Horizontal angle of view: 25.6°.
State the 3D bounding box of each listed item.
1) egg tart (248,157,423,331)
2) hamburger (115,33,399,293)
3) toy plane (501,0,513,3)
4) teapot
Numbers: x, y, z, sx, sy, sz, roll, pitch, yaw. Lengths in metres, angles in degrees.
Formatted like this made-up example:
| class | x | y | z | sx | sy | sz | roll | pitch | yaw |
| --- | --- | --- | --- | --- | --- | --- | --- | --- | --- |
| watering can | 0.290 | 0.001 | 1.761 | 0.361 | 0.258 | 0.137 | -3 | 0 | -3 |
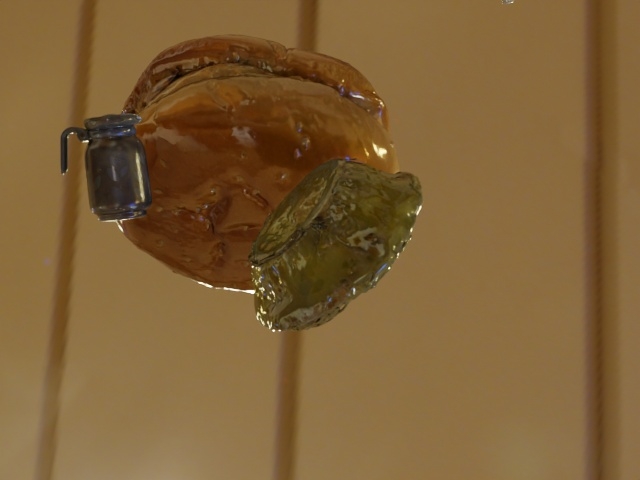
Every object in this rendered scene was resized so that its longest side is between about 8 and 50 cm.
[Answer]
| class | x | y | z | sx | sy | sz | roll | pitch | yaw |
| --- | --- | --- | --- | --- | --- | --- | --- | --- | --- |
| egg tart | 0.000 | 0.000 | 1.229 | 0.197 | 0.078 | 0.197 | -43 | -164 | 15 |
| hamburger | -0.064 | -0.068 | 1.475 | 0.289 | 0.314 | 0.170 | 111 | -12 | -48 |
| toy plane | 0.261 | -0.319 | 1.408 | 0.252 | 0.252 | 0.118 | -33 | -98 | 24 |
| teapot | -0.166 | -0.057 | 1.107 | 0.064 | 0.049 | 0.083 | -6 | -87 | 35 |
